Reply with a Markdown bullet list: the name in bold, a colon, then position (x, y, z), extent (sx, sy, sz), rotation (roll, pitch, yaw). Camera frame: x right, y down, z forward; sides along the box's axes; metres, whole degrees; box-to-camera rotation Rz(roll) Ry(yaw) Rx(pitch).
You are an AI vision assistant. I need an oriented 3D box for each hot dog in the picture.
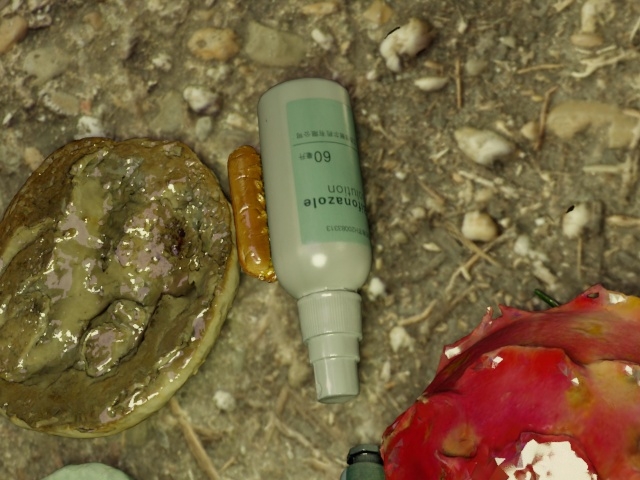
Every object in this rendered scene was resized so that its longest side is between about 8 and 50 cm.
- **hot dog**: position (-0.072, -0.028, 1.233), extent (0.045, 0.071, 0.165), rotation (-17, 69, 18)

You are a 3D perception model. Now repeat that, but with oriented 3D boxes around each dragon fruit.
- **dragon fruit**: position (0.202, 0.224, 0.930), extent (0.386, 0.249, 0.371), rotation (-36, 62, 25)

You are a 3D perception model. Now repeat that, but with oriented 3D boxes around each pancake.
- **pancake**: position (-0.262, 0.049, 1.276), extent (0.386, 0.082, 0.387), rotation (-8, 65, 18)

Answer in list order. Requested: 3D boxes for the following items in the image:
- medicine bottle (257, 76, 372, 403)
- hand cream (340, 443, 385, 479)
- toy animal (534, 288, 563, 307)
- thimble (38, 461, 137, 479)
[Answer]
- **medicine bottle**: position (0.000, 0.000, 1.174), extent (0.110, 0.110, 0.352), rotation (-14, 69, 17)
- **hand cream**: position (0.047, 0.313, 1.035), extent (0.055, 0.088, 0.256), rotation (-35, 34, 31)
- **toy animal**: position (0.291, 0.119, 1.063), extent (0.075, 0.041, 0.217), rotation (-31, 60, 12)
- **thimble**: position (-0.241, 0.359, 1.107), extent (0.237, 0.150, 0.237), rotation (-18, 47, 20)
